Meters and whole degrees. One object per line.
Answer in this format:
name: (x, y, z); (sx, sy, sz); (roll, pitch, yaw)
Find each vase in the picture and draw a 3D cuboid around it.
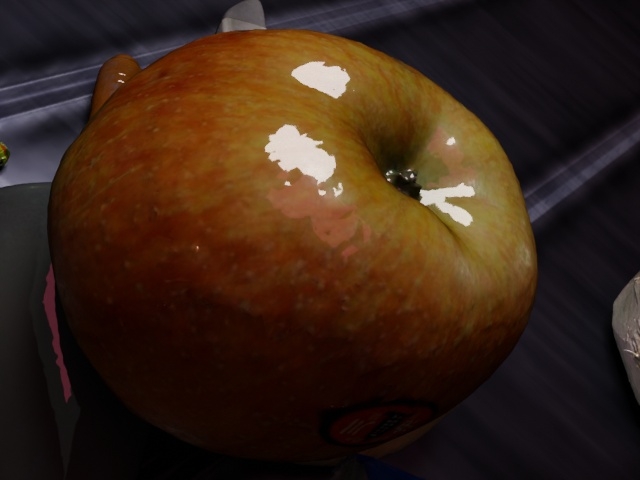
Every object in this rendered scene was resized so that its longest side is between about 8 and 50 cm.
vase: (-0.176, 0.135, 0.487); (0.173, 0.173, 0.321); (4, 61, -29)

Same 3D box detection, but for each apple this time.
apple: (0.000, 0.000, 0.466); (0.309, 0.250, 0.277); (1, 76, -61)

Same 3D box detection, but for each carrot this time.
carrot: (-0.216, -0.101, 0.708); (0.048, 0.048, 0.216); (19, 56, -19)

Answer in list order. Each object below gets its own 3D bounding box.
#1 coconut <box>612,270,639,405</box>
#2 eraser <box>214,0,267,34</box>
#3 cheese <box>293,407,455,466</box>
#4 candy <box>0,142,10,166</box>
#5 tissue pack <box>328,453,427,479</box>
coconut: (0.464, 0.109, 0.868); (0.224, 0.224, 0.233); (2, 59, -30)
eraser: (-0.083, -0.123, 0.771); (0.061, 0.089, 0.351); (7, 55, -25)
cheese: (0.022, 0.093, 0.669); (0.226, 0.117, 0.213); (-5, 56, -29)
candy: (-0.318, -0.067, 0.637); (0.083, 0.025, 0.023); (-27, 87, -29)
tissue pack: (0.118, 0.293, 0.532); (0.270, 0.137, 0.209); (27, 20, -13)
